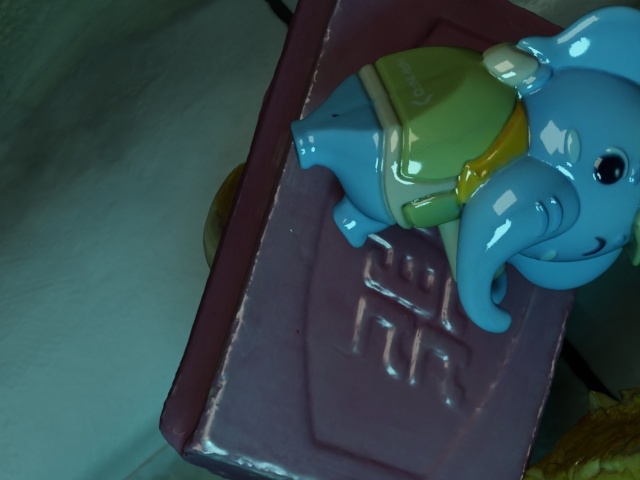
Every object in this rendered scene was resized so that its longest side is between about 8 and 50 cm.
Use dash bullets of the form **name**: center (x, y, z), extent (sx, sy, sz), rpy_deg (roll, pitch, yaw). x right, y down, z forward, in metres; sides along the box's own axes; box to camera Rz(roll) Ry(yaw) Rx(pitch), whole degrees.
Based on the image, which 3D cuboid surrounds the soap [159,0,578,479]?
- **soap**: center (0.050, 0.011, 1.265), extent (0.233, 0.128, 0.360), rpy_deg (20, 77, -15)

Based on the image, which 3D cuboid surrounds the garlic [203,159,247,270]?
- **garlic**: center (0.003, 0.009, 1.372), extent (0.198, 0.090, 0.128), rpy_deg (18, 62, 29)

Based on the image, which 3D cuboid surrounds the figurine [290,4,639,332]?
- **figurine**: center (0.120, -0.042, 1.167), extent (0.262, 0.154, 0.180), rpy_deg (-13, 97, -4)

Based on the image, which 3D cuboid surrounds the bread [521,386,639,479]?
- **bread**: center (0.262, 0.153, 1.064), extent (0.109, 0.380, 0.185), rpy_deg (-24, 89, -26)
